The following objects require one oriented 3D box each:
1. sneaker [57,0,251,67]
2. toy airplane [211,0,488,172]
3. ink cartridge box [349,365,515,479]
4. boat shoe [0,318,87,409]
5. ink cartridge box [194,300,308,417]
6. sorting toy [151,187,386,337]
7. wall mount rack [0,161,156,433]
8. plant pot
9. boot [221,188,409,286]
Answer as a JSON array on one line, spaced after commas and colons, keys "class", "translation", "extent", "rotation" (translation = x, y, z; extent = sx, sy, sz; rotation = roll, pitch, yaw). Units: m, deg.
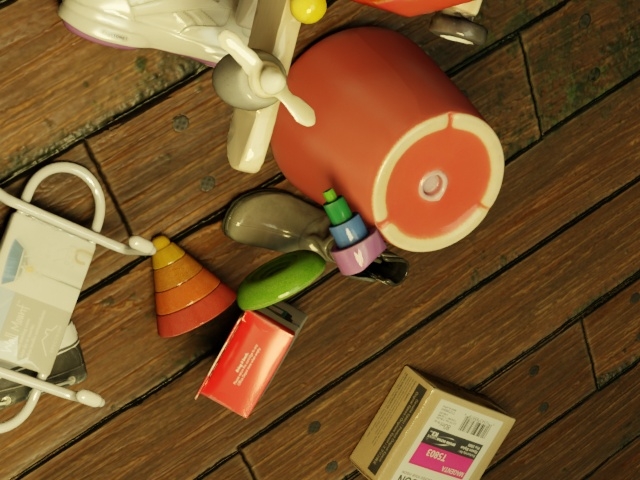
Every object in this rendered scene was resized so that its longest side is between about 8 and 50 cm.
[{"class": "sneaker", "translation": [-0.153, -0.292, 1.355], "extent": [0.305, 0.114, 0.152], "rotation": [4, 112, -35]}, {"class": "toy airplane", "translation": [-0.021, -0.319, 1.175], "extent": [0.384, 0.386, 0.272], "rotation": [-36, 152, 33]}, {"class": "ink cartridge box", "translation": [0.194, 0.339, 1.928], "extent": [0.235, 0.088, 0.193], "rotation": [24, 98, -40]}, {"class": "boat shoe", "translation": [-0.441, 0.196, 1.417], "extent": [0.306, 0.113, 0.104], "rotation": [-23, 107, -33]}, {"class": "ink cartridge box", "translation": [-0.092, 0.158, 1.560], "extent": [0.078, 0.231, 0.134], "rotation": [29, 98, 2]}, {"class": "sorting toy", "translation": [-0.094, 0.015, 1.471], "extent": [0.126, 0.366, 0.127], "rotation": [63, 32, -13]}, {"class": "wall mount rack", "translation": [-0.362, 0.050, 1.319], "extent": [0.304, 0.130, 0.350], "rotation": [26, 75, -34]}, {"class": "plant pot", "translation": [0.099, -0.122, 1.511], "extent": [0.275, 0.243, 0.274], "rotation": [-13, 123, -21]}, {"class": "boot", "translation": [0.000, 0.000, 1.576], "extent": [0.247, 0.161, 0.083], "rotation": [8, 108, -36]}]
